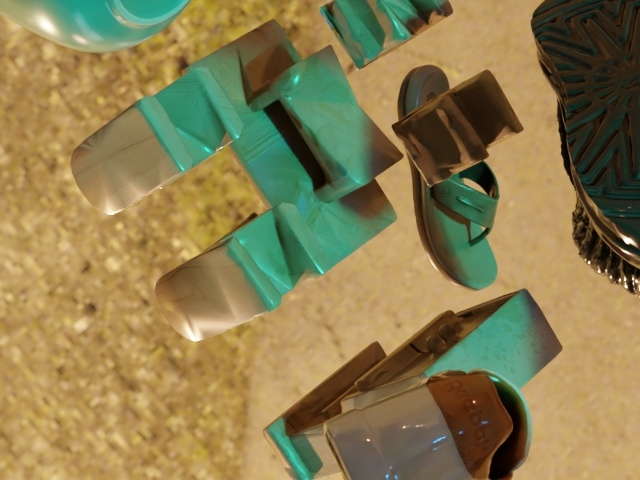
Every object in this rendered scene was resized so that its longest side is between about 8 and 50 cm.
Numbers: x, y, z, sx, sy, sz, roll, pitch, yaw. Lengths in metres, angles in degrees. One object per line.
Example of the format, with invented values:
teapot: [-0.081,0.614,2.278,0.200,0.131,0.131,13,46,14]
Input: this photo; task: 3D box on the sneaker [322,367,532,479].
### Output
sneaker: [0.079,0.149,0.972,0.106,0.123,0.290,63,176,15]

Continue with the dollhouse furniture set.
dollhouse furniture set: [0.000,0.000,1.422,0.256,0.362,0.394,-26,97,51]

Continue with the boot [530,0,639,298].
boot: [0.271,-0.026,1.241,0.131,0.348,0.260,-13,128,7]

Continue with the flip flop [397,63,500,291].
flip flop: [0.160,-0.068,1.752,0.080,0.112,0.277,-2,110,32]

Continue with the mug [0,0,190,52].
mug: [-0.124,-0.154,0.790,0.097,0.158,0.129,29,154,29]
